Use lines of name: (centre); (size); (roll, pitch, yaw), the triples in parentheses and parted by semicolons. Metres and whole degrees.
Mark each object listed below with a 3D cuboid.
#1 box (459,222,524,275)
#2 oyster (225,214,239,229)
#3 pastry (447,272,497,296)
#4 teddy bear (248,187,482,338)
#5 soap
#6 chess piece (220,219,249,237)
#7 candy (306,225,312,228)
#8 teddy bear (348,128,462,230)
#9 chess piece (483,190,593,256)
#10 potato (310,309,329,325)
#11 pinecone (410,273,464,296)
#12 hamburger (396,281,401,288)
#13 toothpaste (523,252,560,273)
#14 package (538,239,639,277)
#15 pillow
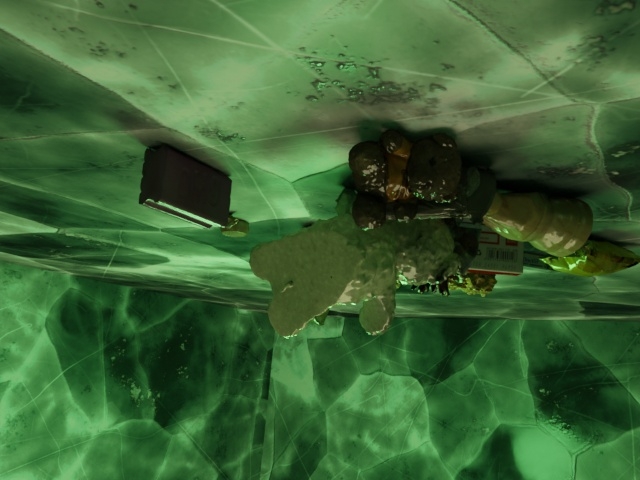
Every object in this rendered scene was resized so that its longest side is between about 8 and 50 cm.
box: (0.405, 0.021, 1.458); (0.230, 0.122, 0.050); (4, 171, 0)
oyster: (-0.264, -0.058, 1.565); (0.093, 0.034, 0.051); (14, 152, 11)
pastry: (0.493, 0.128, 1.917); (0.154, 0.102, 0.250); (-5, 164, 41)
teddy bear: (0.108, 0.041, 1.251); (0.362, 0.327, 0.375); (-10, 166, -48)
soap: (-0.274, -0.105, 1.172); (0.066, 0.122, 0.203); (-5, 165, 31)
chess piece: (-0.249, -0.035, 1.641); (0.084, 0.038, 0.083); (3, 165, 1)
candy: (0.000, 0.000, 1.629); (0.110, 0.085, 0.095); (23, 152, -21)
teddy bear: (0.145, -0.116, 0.970); (0.190, 0.140, 0.177); (-1, 124, 16)
chess piece: (0.394, -0.058, 1.161); (0.301, 0.137, 0.137); (14, 165, -16)
potato: (-0.019, 0.148, 1.863); (0.112, 0.255, 0.270); (15, 163, -42)
pinecone: (0.342, 0.091, 1.724); (0.195, 0.149, 0.179); (7, 173, 4)
hamburger: (0.243, 0.147, 2.137); (0.127, 0.081, 0.141); (12, 166, -27)
toothpaste: (0.662, 0.070, 1.734); (0.164, 0.046, 0.034); (9, 168, -15)
package: (0.724, 0.048, 1.524); (0.226, 0.090, 0.168); (9, 164, -27)
pillow: (0.196, -0.088, 1.058); (0.255, 0.169, 0.059); (-2, 134, 29)
